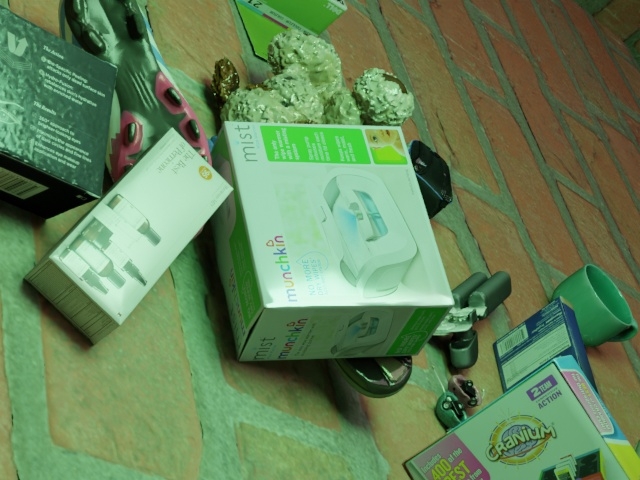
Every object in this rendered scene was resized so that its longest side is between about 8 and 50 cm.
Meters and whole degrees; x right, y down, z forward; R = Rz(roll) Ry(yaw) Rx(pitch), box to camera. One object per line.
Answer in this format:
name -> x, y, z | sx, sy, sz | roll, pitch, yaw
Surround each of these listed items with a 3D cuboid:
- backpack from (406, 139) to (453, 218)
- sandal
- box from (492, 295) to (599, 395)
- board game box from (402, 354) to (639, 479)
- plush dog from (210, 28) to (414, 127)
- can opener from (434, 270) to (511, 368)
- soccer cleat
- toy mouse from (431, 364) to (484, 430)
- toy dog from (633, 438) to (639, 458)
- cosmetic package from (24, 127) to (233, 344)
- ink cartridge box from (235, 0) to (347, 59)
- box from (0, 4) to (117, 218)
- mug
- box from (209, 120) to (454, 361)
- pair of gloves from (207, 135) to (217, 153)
backpack -> 0.153, -0.098, 2.057 | 0.105, 0.084, 0.114 | 40, 32, -22
sandal -> 0.011, 0.075, 1.598 | 0.120, 0.086, 0.302 | -11, 57, -21
box -> 0.328, 0.200, 1.884 | 0.036, 0.136, 0.225 | 37, 29, -28
board game box -> 0.276, 0.330, 1.506 | 0.064, 0.242, 0.316 | 0, 56, -60
plush dog -> -0.037, -0.163, 1.780 | 0.225, 0.210, 0.262 | -4, 29, -43
can opener -> 0.220, 0.111, 1.927 | 0.280, 0.074, 0.093 | -37, 122, -63
soccer cleat -> -0.214, -0.148, 1.503 | 0.116, 0.143, 0.331 | -19, 87, -18
toy mouse -> 0.187, 0.225, 1.743 | 0.143, 0.031, 0.161 | 45, 26, -12
toy dog -> 0.504, 0.315, 1.970 | 0.334, 0.220, 0.161 | 3, 74, -69
cosmetic package -> -0.190, -0.010, 1.331 | 0.099, 0.060, 0.239 | 46, 44, -12
ink cartridge box -> -0.045, -0.382, 2.102 | 0.189, 0.097, 0.255 | 23, 36, -44
box -> -0.299, -0.126, 1.300 | 0.156, 0.093, 0.158 | 27, 57, -41
mug -> 0.474, 0.131, 2.257 | 0.157, 0.097, 0.129 | 52, 25, 2
box -> 0.000, 0.000, 1.513 | 0.231, 0.126, 0.262 | 1, 55, -21
pair of gloves -> -0.148, -0.097, 1.642 | 0.198, 0.023, 0.159 | 28, 34, -38
